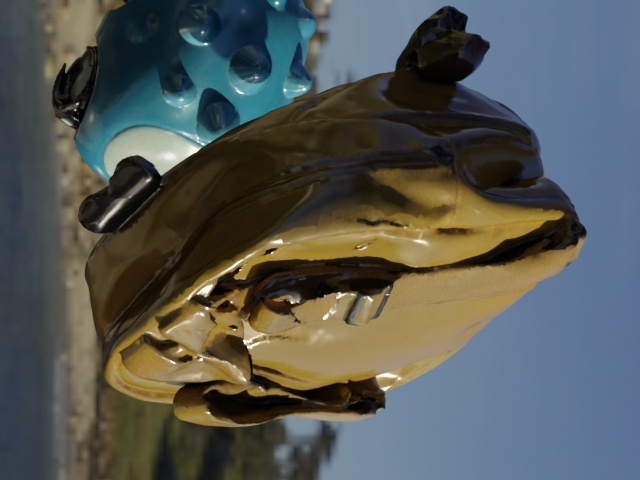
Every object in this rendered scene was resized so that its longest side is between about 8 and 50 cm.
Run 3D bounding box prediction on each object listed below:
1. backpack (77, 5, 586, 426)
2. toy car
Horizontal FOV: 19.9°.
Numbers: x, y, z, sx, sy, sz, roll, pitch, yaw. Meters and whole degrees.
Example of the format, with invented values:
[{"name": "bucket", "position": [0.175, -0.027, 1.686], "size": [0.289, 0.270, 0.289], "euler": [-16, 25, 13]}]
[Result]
[{"name": "backpack", "position": [0.004, 0.004, 1.374], "size": [0.353, 0.378, 0.201], "euler": [-44, -118, 31]}, {"name": "toy car", "position": [-0.109, -0.148, 1.656], "size": [0.255, 0.188, 0.190], "euler": [-58, -147, 2]}]
